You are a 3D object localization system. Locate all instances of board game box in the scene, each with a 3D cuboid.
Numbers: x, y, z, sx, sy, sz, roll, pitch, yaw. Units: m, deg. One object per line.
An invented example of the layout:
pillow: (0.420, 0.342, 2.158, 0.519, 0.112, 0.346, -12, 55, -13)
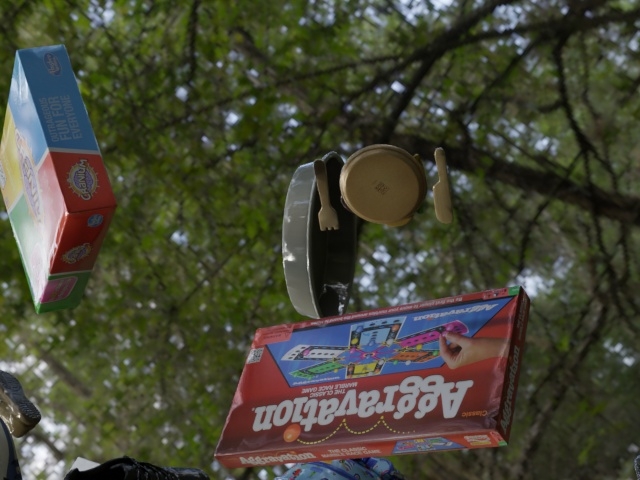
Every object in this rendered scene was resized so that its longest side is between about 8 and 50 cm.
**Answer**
board game box: (-0.364, -0.073, 1.479, 0.064, 0.242, 0.316, -12, -22, -26)
board game box: (0.041, 0.122, 0.959, 0.027, 0.281, 0.145, 50, -139, -36)

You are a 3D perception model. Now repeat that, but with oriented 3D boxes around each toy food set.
toy food set: (0.089, -0.078, 1.552, 0.038, 0.192, 0.133, -73, -23, -60)

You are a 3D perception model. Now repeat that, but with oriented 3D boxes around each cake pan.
cake pan: (0.000, 0.000, 1.821, 0.293, 0.054, 0.293, 0, -90, -74)

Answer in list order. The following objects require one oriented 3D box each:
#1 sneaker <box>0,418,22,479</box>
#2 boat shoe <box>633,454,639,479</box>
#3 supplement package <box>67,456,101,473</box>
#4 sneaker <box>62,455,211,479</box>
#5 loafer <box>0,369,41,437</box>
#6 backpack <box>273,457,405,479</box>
sneaker: (-0.579, 0.389, 1.770, 0.182, 0.316, 0.127, -18, 4, -25)
boat shoe: (0.490, 0.387, 1.523, 0.080, 0.224, 0.073, 25, -47, -32)
supplement package: (-0.412, 0.517, 2.136, 0.179, 0.105, 0.105, 45, -116, -32)
sneaker: (-0.296, 0.406, 1.770, 0.286, 0.109, 0.130, -4, -48, -37)
loafer: (-0.471, 0.241, 1.642, 0.056, 0.148, 0.050, 29, -83, -46)
backpack: (0.031, 0.329, 1.428, 0.173, 0.158, 0.117, 45, -118, -29)
